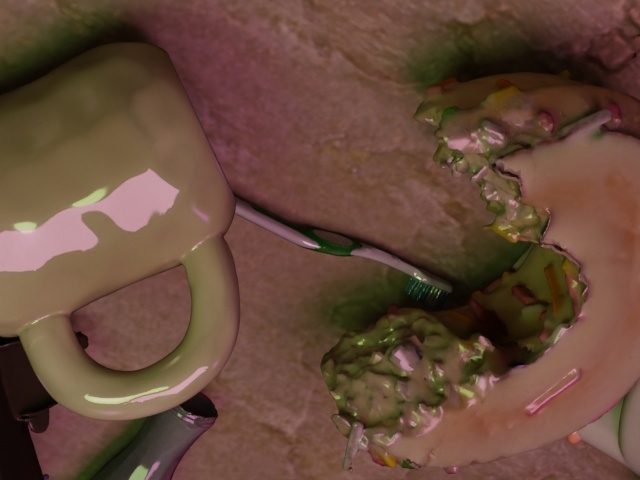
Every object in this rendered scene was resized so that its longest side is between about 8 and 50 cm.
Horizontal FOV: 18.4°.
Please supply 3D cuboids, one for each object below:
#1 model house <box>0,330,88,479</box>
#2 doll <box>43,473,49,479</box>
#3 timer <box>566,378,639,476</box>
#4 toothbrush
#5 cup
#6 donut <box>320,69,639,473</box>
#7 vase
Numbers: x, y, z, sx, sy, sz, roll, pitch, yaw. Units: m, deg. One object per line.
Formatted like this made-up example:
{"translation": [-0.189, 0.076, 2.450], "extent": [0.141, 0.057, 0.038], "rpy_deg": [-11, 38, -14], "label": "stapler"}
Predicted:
{"translation": [-0.299, 0.126, 1.579], "extent": [0.204, 0.211, 0.243], "rpy_deg": [-14, -178, 44], "label": "model house"}
{"translation": [-0.283, 0.239, 1.717], "extent": [0.110, 0.067, 0.206], "rpy_deg": [-2, 115, 8], "label": "doll"}
{"translation": [0.352, 0.124, 1.838], "extent": [0.233, 0.240, 0.233], "rpy_deg": [-37, 142, -36], "label": "timer"}
{"translation": [0.001, -0.002, 1.679], "extent": [0.304, 0.030, 0.030], "rpy_deg": [25, 114, -36], "label": "toothbrush"}
{"translation": [-0.165, -0.012, 1.454], "extent": [0.202, 0.255, 0.173], "rpy_deg": [-25, 146, -1], "label": "cup"}
{"translation": [0.168, 0.022, 1.668], "extent": [0.307, 0.150, 0.371], "rpy_deg": [2, 121, -30], "label": "donut"}
{"translation": [-0.169, 0.220, 1.756], "extent": [0.086, 0.086, 0.214], "rpy_deg": [22, 111, -34], "label": "vase"}
